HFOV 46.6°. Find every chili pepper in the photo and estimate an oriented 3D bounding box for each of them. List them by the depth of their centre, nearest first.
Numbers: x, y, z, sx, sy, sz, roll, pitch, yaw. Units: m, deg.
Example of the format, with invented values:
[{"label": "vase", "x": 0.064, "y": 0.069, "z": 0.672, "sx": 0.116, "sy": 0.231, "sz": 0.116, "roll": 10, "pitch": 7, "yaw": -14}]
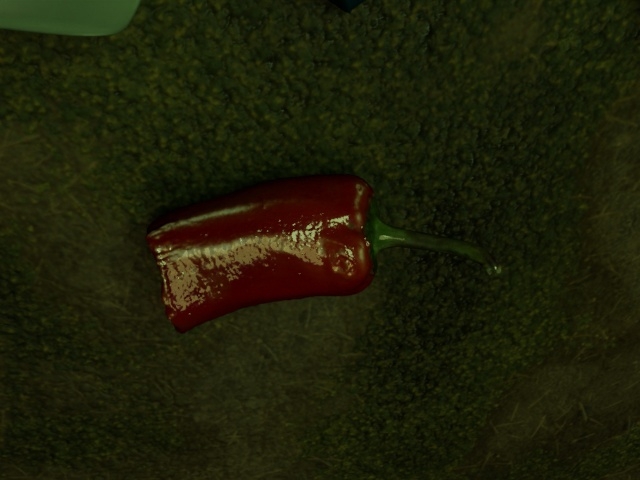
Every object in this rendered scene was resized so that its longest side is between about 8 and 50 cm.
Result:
[{"label": "chili pepper", "x": -0.001, "y": -0.005, "z": 0.773, "sx": 0.338, "sy": 0.131, "sz": 0.135, "roll": -12, "pitch": 103, "yaw": 2}]

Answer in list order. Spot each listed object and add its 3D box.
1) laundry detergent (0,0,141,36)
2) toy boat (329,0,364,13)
[{"label": "laundry detergent", "x": -0.213, "y": -0.344, "z": 0.463, "sx": 0.263, "sy": 0.125, "sz": 0.398, "roll": 0, "pitch": 124, "yaw": -30}, {"label": "toy boat", "x": -0.026, "y": -0.261, "z": 0.565, "sx": 0.299, "sy": 0.096, "sz": 0.062, "roll": 25, "pitch": 95, "yaw": -54}]
